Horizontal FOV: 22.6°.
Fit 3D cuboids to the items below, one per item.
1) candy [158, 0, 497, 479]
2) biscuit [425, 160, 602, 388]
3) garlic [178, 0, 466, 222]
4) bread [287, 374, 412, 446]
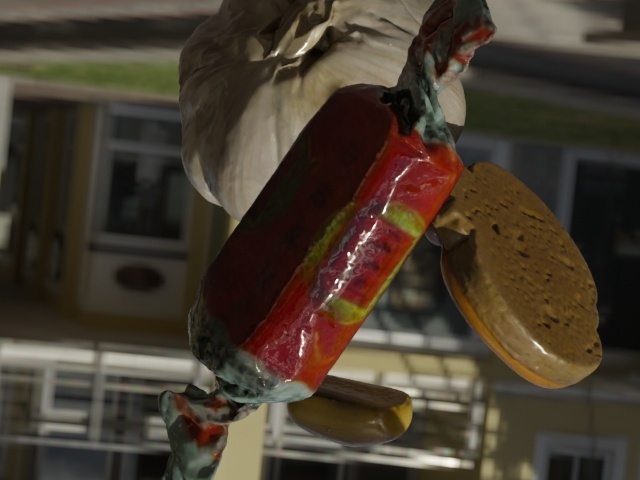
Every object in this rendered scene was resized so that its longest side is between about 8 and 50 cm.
[{"bbox_3d":[0.001,0.001,0.804,0.059,0.292,0.086,26,-168,-39],"label":"candy"},{"bbox_3d":[0.121,0.021,1.079,0.050,0.170,0.170,-37,158,28],"label":"biscuit"},{"bbox_3d":[-0.005,-0.111,1.174,0.228,0.228,0.152,7,165,22],"label":"garlic"},{"bbox_3d":[0.025,0.161,1.479,0.115,0.056,0.082,10,-168,20],"label":"bread"}]
